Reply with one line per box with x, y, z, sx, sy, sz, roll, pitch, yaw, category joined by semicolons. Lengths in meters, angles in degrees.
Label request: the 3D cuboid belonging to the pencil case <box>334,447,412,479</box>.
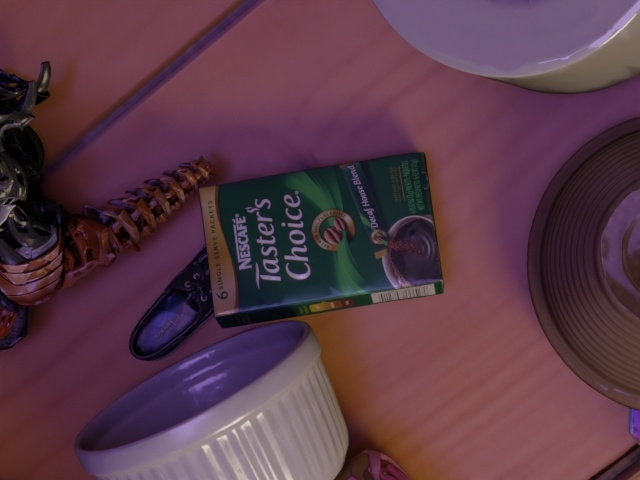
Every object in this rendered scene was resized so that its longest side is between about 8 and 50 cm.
-0.063;0.321;1.509;0.386;0.167;0.160;-32;47;10;pencil case

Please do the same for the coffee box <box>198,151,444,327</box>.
0.000;0.000;1.505;0.184;0.040;0.113;-8;74;4;coffee box

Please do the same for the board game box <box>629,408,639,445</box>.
0.311;0.108;1.494;0.133;0.033;0.168;2;95;8;board game box

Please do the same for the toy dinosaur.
-0.256;-0.021;1.537;0.322;0.164;0.218;-21;107;-17;toy dinosaur

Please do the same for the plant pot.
0.269;0.014;1.435;0.237;0.110;0.237;-1;83;13;plant pot

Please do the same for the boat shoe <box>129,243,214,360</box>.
-0.102;0.047;1.549;0.049;0.040;0.142;42;100;3;boat shoe

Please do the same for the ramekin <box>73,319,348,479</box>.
-0.076;0.157;1.478;0.207;0.207;0.109;-25;101;10;ramekin

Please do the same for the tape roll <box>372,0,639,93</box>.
0.162;-0.234;1.397;0.246;0.169;0.246;0;89;21;tape roll
